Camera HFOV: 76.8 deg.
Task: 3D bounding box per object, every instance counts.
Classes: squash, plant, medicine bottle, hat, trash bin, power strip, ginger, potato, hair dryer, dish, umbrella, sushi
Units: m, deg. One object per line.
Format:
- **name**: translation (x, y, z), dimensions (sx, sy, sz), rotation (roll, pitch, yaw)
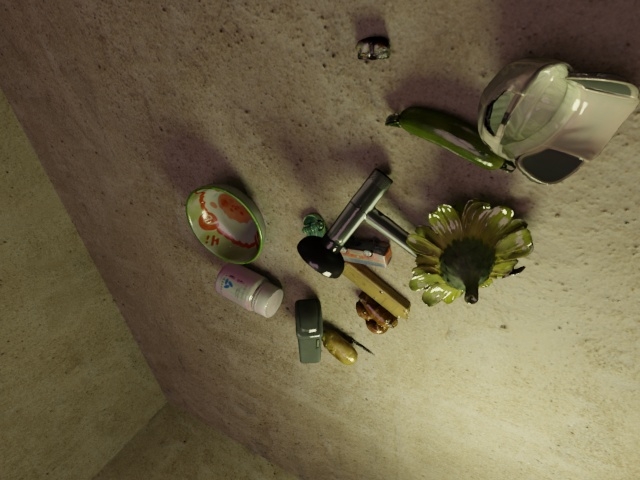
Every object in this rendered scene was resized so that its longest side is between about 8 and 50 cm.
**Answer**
- **squash**: translation (0.295, -0.238, 0.919), dimensions (0.318, 0.071, 0.080), rotation (29, 135, 17)
- **plant**: translation (0.379, 0.058, 0.972), dimensions (0.297, 0.260, 0.306), rotation (-125, 40, -61)
- **medicine bottle**: translation (-0.287, 0.200, 1.632), dimensions (0.254, 0.152, 0.152), rotation (25, 133, 22)
- **hat**: translation (0.438, -0.241, 0.763), dimensions (0.274, 0.161, 0.232), rotation (11, 143, 2)
- **trash bin**: translation (-0.044, 0.336, 1.532), dimensions (0.101, 0.177, 0.237), rotation (-4, 131, -5)
- **power strip**: translation (0.172, 0.149, 1.327), dimensions (0.305, 0.044, 0.064), rotation (38, 137, 5)
- **ginger**: translation (0.181, 0.249, 1.376), dimensions (0.162, 0.073, 0.103), rotation (45, 124, 9)
- **potato**: translation (0.070, 0.412, 1.561), dimensions (0.170, 0.080, 0.107), rotation (35, 168, 17)
- **hair dryer**: translation (0.135, 0.010, 1.112), dimensions (0.320, 0.155, 0.284), rotation (-43, 81, 20)
- **dish**: translation (-0.323, -0.080, 1.477), dimensions (0.323, 0.124, 0.325), rotation (15, 130, 19)
- **umbrella**: translation (0.146, 0.402, 1.554), dimensions (0.148, 0.022, 0.022), rotation (31, 177, 15)
- **sushi**: translation (0.118, -0.439, 0.921), dimensions (0.083, 0.044, 0.046), rotation (12, 129, 28)

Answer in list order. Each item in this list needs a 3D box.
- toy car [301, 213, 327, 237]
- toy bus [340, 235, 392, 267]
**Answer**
- **toy car**: translation (0.000, 0.000, 1.331), dimensions (0.093, 0.058, 0.186), rotation (-18, 91, 47)
- **toy bus**: translation (0.126, 0.034, 1.260), dimensions (0.192, 0.065, 0.077), rotation (8, 133, 33)
